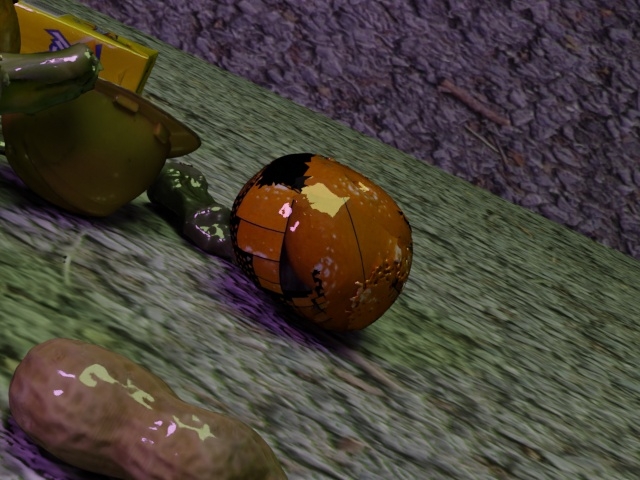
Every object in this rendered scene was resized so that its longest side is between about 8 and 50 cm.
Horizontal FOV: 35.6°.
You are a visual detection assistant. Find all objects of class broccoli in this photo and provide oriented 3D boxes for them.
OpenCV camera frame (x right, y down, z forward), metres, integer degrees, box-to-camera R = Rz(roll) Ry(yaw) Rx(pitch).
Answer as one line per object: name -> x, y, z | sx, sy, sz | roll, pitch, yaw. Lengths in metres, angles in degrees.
broccoli -> -0.395, -0.176, 1.097 | 0.198, 0.275, 0.177 | 50, -16, 28

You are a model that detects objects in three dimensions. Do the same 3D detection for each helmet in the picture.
helmet -> -0.288, -0.104, 1.226 | 0.257, 0.140, 0.205 | 27, -21, -33

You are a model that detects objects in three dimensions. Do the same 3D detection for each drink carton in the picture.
drink carton -> -0.455, -0.299, 1.604 | 0.351, 0.154, 0.111 | 22, 16, -6

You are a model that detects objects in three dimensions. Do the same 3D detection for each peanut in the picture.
peanut -> -0.123, 0.143, 0.729 | 0.228, 0.085, 0.104 | 26, -4, 5

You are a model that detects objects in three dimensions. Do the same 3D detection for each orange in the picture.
orange -> 0.000, 0.000, 1.204 | 0.234, 0.182, 0.234 | 35, 27, -21

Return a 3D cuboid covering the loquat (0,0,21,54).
loquat -> -0.486, -0.275, 1.246 | 0.244, 0.244, 0.244 | 23, 15, -6

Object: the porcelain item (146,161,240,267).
porcelain item -> -0.153, -0.026, 1.327 | 0.081, 0.069, 0.216 | 16, 21, -45

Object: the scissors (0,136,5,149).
scissors -> -0.475, -0.144, 1.300 | 0.300, 0.022, 0.109 | 18, 19, -24

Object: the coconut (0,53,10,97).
coconut -> -0.436, -0.111, 0.742 | 0.353, 0.352, 0.352 | 23, 15, -6
